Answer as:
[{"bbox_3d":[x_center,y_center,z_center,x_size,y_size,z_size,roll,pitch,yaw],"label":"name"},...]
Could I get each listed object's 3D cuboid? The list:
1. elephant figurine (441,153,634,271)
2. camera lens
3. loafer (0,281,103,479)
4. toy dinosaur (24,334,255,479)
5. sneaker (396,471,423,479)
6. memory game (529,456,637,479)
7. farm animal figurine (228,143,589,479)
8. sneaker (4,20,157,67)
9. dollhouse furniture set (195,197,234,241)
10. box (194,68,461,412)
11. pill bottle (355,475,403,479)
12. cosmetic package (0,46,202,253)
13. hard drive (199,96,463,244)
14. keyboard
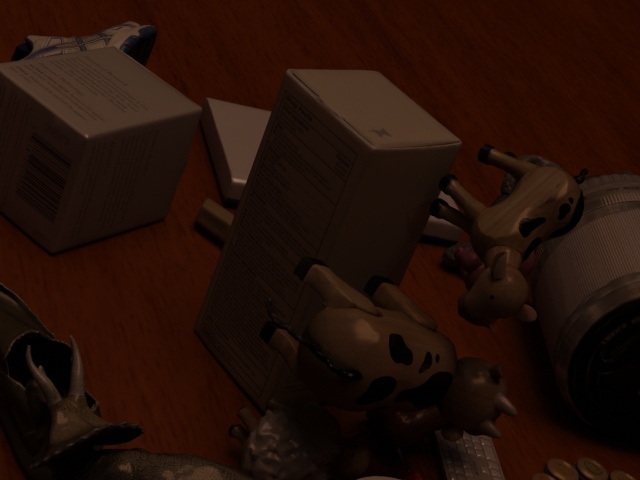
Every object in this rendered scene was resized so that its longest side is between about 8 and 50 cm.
[{"bbox_3d":[0.287,-0.028,1.736,0.239,0.169,0.186,9,0,6],"label":"elephant figurine"},{"bbox_3d":[0.359,0.075,1.530,0.219,0.219,0.274,16,30,-12],"label":"camera lens"},{"bbox_3d":[-0.255,0.105,1.186,0.094,0.087,0.251,-8,41,-42],"label":"loafer"},{"bbox_3d":[-0.113,0.218,1.029,0.314,0.160,0.121,24,30,3],"label":"toy dinosaur"},{"bbox_3d":[0.077,0.290,1.153,0.128,0.087,0.221,62,11,-5],"label":"sneaker"},{"bbox_3d":[0.296,0.284,1.354,0.186,0.012,0.186,17,30,-11],"label":"memory game"},{"bbox_3d":[0.103,0.089,1.206,0.327,0.330,0.172,-6,34,-39],"label":"farm animal figurine"},{"bbox_3d":[-0.308,-0.223,1.665,0.131,0.112,0.296,27,29,7],"label":"sneaker"},{"bbox_3d":[-0.076,-0.026,1.549,0.114,0.091,0.081,33,16,23],"label":"dollhouse furniture set"},{"bbox_3d":[0.000,0.000,1.308,0.121,0.311,0.148,-5,40,-41],"label":"box"},{"bbox_3d":[0.019,0.281,0.953,0.121,0.221,0.121,18,30,-10],"label":"pill bottle"},{"bbox_3d":[-0.257,-0.104,1.464,0.151,0.151,0.184,36,31,23],"label":"cosmetic package"},{"bbox_3d":[0.012,-0.090,1.741,0.319,0.040,0.210,10,32,-22],"label":"hard drive"},{"bbox_3d":[0.159,0.263,1.292,0.072,0.014,0.256,14,31,-16],"label":"keyboard"}]
